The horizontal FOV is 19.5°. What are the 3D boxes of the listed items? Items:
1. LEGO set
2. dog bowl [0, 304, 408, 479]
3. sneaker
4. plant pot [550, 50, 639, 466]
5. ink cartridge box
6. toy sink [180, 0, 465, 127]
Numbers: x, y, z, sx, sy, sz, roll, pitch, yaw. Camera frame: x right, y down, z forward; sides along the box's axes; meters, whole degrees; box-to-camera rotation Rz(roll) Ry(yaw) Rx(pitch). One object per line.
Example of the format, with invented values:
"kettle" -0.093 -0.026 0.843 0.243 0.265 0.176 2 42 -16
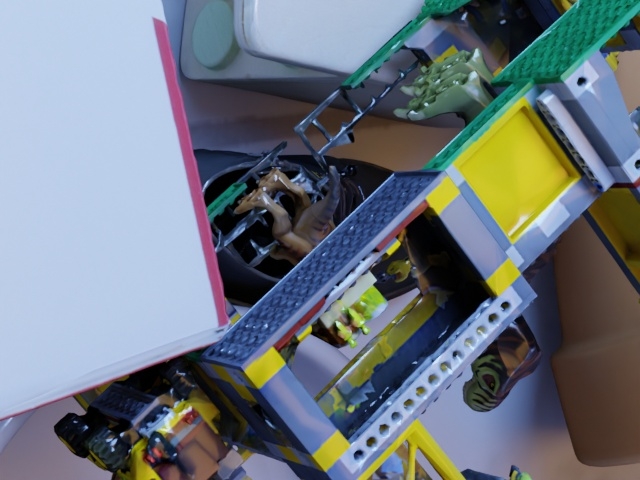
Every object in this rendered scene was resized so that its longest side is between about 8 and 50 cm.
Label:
"LEGO set" 0.076 0.032 0.712 0.331 0.255 0.192 -45 109 -25
"dog bowl" -0.081 0.156 0.838 0.265 0.104 0.264 -3 94 -37
"sneaker" 0.000 0.000 0.883 0.222 0.118 0.083 2 91 -38
"plant pot" 0.241 -0.024 0.988 0.291 0.291 0.203 -17 87 -36
"ink cartridge box" -0.166 -0.056 0.655 0.114 0.273 0.197 -19 104 -32
"toy sink" 0.020 -0.142 0.884 0.234 0.131 0.152 6 89 -43
